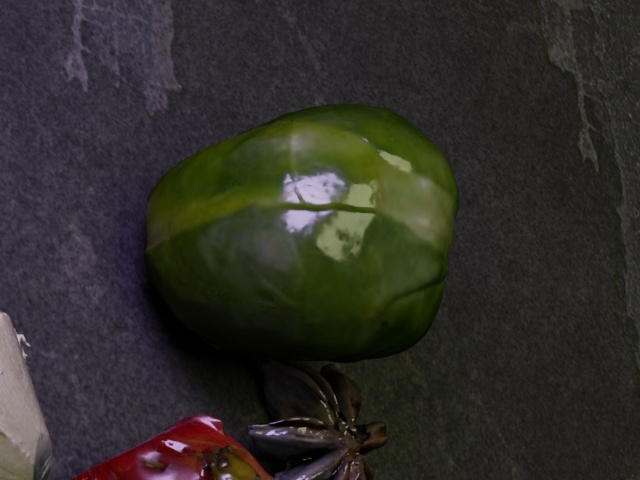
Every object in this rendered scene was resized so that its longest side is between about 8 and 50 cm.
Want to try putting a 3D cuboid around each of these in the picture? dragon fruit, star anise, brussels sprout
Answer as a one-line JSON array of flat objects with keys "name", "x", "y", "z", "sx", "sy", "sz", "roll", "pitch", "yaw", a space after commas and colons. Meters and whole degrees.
[{"name": "dragon fruit", "x": -0.116, "y": 0.319, "z": 1.813, "sx": 0.250, "sy": 0.269, "sz": 0.291, "roll": -18, "pitch": 79, "yaw": -44}, {"name": "star anise", "x": -0.003, "y": 0.230, "z": 2.149, "sx": 0.229, "sy": 0.093, "sz": 0.236, "roll": 31, "pitch": 50, "yaw": -44}, {"name": "brussels sprout", "x": 0.000, "y": 0.000, "z": 2.124, "sx": 0.371, "sy": 0.315, "sz": 0.276, "roll": -3, "pitch": 80, "yaw": -64}]

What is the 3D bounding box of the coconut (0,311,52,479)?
[{"name": "coconut", "x": -0.341, "y": 0.155, "z": 1.634, "sx": 0.244, "sy": 0.239, "sz": 0.239, "roll": 19, "pitch": 46, "yaw": -1}]
